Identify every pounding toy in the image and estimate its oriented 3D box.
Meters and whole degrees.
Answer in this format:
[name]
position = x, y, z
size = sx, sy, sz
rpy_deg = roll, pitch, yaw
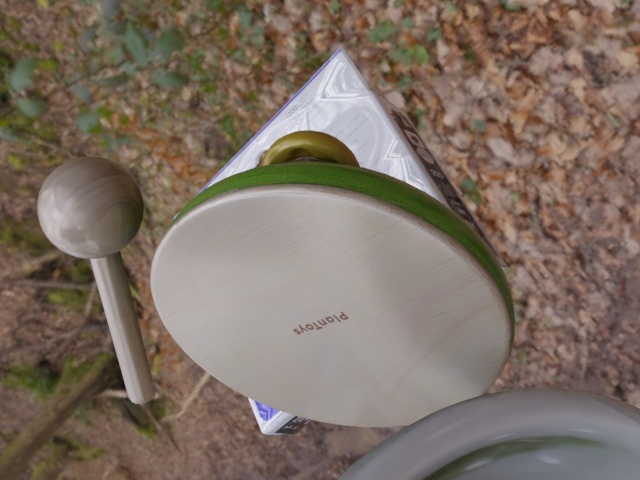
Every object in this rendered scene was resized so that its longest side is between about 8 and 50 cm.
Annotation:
[pounding toy]
position = -0.012, 0.005, 0.482
size = 0.237, 0.110, 0.183
rpy_deg = 1, 135, 17

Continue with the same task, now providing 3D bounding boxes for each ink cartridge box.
[ink cartridge box]
position = 0.000, 0.000, 0.649
size = 0.045, 0.206, 0.208
rpy_deg = 18, -143, -51

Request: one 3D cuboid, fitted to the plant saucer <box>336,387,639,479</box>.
[plant saucer]
position = 0.096, 0.274, 0.408
size = 0.400, 0.400, 0.100
rpy_deg = 55, 146, -6
